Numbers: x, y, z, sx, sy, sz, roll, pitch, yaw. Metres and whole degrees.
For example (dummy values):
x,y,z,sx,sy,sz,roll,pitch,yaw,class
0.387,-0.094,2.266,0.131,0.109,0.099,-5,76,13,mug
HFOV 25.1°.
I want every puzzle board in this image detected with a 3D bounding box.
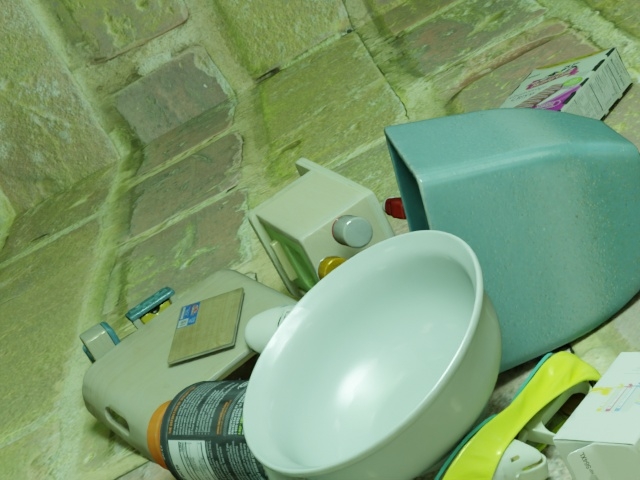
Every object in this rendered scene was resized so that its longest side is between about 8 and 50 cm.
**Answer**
x,y,z,sx,sy,sz,roll,pitch,yaw,class
-0.153,0.116,1.934,0.096,0.011,0.128,-19,29,16,puzzle board

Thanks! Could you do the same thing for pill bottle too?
x,y,z,sx,sy,sz,roll,pitch,yaw,class
-0.094,0.222,1.621,0.245,0.130,0.130,-7,29,49,pill bottle

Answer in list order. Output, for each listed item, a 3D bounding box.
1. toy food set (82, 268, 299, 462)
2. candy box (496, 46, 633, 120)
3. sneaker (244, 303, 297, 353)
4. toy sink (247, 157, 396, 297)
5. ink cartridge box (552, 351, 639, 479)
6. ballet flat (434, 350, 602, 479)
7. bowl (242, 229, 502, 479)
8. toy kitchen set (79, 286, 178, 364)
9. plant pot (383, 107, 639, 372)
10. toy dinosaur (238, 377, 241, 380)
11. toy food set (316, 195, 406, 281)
x,y,z,sx,sy,sz,roll,pitch,yaw,class
-0.157,0.167,1.963,0.306,0.092,0.220,-38,31,-20,toy food set
0.344,-0.192,2.147,0.159,0.071,0.233,-12,25,45,candy box
0.001,0.102,1.801,0.237,0.086,0.085,-5,52,31,sneaker
0.000,0.000,1.984,0.131,0.153,0.234,-34,28,-13,toy sink
0.279,0.175,1.244,0.090,0.092,0.143,-6,31,49,ink cartridge box
0.198,0.190,1.374,0.077,0.077,0.231,24,49,32,ballet flat
0.074,0.144,1.439,0.298,0.134,0.298,-31,30,21,bowl
-0.270,0.133,2.133,0.166,0.122,0.207,-34,19,-12,toy kitchen set
0.236,-0.022,1.619,0.252,0.248,0.247,-16,18,-1,plant pot
-0.037,0.177,1.727,0.268,0.064,0.118,1,78,50,toy dinosaur
0.097,0.003,1.841,0.232,0.111,0.104,-10,8,-16,toy food set
